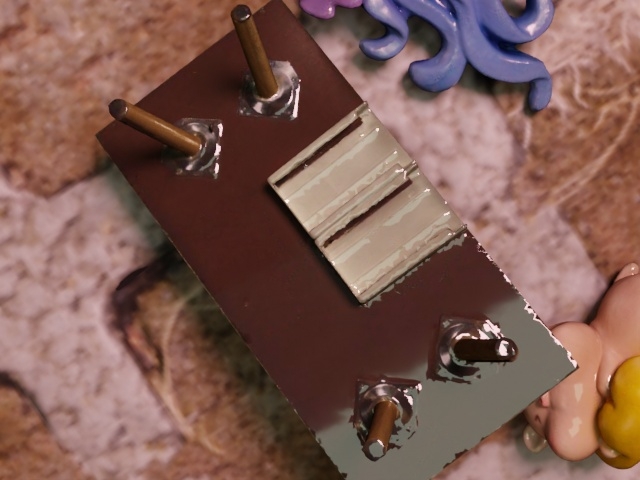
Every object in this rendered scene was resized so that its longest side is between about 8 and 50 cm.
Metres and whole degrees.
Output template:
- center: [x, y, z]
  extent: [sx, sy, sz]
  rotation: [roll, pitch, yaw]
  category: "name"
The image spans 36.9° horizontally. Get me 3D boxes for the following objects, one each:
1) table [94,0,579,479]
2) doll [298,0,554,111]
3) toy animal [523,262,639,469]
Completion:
- center: [0.000, 0.000, 0.455]
  extent: [0.122, 0.111, 0.240]
  rotation: [-38, 78, 1]
  category: "table"
- center: [0.052, -0.142, 0.502]
  extent: [0.206, 0.067, 0.110]
  rotation: [37, 101, -14]
  category: "doll"
- center: [0.143, 0.066, 0.510]
  extent: [0.082, 0.091, 0.114]
  rotation: [13, 95, 11]
  category: "toy animal"
